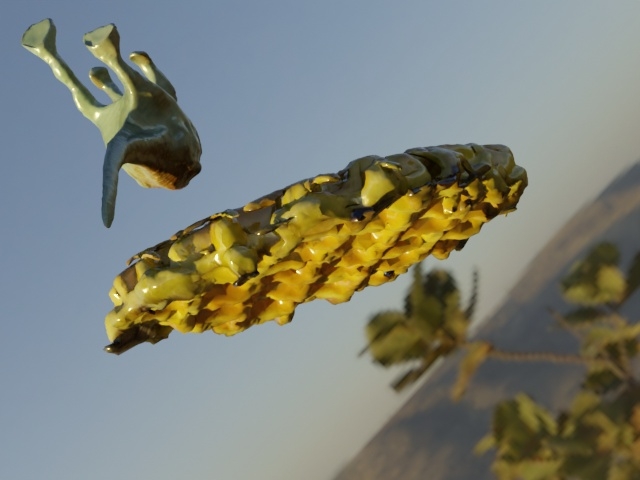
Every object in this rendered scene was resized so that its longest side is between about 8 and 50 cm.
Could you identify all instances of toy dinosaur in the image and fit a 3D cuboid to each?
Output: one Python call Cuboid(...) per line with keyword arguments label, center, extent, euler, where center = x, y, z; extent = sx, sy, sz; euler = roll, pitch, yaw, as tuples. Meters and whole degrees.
Cuboid(label="toy dinosaur", center=(-0.173, -0.109, 1.397), extent=(0.092, 0.205, 0.393), euler=(-34, 27, 2))

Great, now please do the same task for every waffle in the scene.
Cuboid(label="waffle", center=(0.000, 0.000, 1.414), extent=(0.380, 0.095, 0.382), euler=(-23, -8, 26))
